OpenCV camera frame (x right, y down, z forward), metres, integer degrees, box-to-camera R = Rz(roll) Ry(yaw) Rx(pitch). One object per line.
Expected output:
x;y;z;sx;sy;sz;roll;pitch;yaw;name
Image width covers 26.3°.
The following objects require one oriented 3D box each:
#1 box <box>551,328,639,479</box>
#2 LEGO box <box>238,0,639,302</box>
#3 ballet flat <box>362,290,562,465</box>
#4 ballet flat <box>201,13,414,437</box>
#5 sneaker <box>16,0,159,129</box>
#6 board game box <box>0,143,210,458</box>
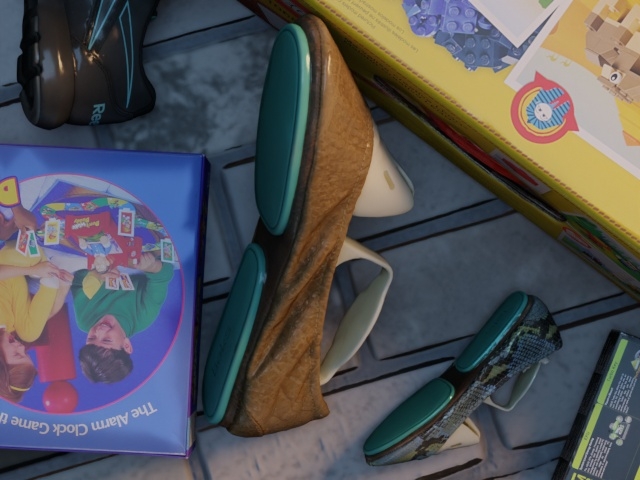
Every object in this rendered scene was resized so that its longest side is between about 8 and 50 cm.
0.284;0.191;1.091;0.184;0.045;0.191;21;88;2;box
0.219;-0.213;1.030;0.500;0.193;0.372;37;87;1;LEGO box
0.119;0.125;1.084;0.188;0.070;0.070;-44;89;1;ballet flat
0.000;0.000;1.026;0.124;0.116;0.342;5;113;-19;ballet flat
-0.185;-0.218;1.089;0.106;0.101;0.267;0;87;-22;sneaker
-0.266;0.042;1.072;0.347;0.078;0.233;3;88;-1;board game box
